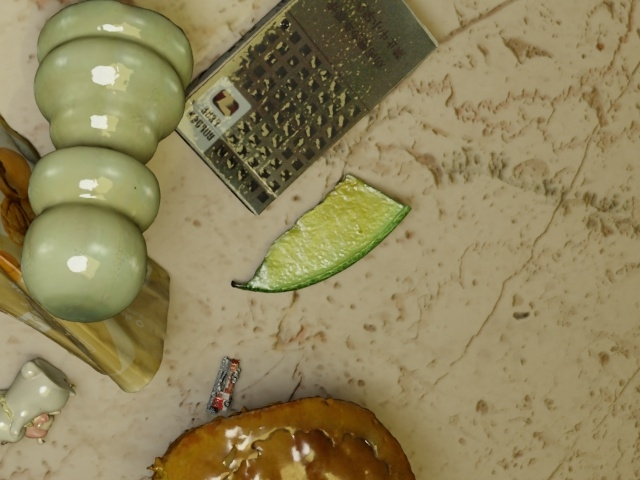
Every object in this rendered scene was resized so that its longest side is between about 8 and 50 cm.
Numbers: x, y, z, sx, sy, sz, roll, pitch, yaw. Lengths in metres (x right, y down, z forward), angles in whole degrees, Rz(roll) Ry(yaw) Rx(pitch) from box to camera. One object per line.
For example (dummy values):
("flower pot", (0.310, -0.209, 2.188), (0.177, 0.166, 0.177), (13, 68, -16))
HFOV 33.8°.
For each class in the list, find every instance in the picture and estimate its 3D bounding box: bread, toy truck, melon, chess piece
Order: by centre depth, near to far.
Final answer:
("chess piece", (-0.235, -0.074, 1.127), (0.182, 0.182, 0.330), (14, 60, -23))
("bread", (-0.056, 0.364, 1.402), (0.358, 0.204, 0.336), (-8, 99, -15))
("melon", (-0.001, 0.000, 1.403), (0.262, 0.053, 0.114), (-33, 108, -8))
("toy truck", (-0.131, 0.199, 1.433), (0.032, 0.024, 0.083), (16, 100, -1))

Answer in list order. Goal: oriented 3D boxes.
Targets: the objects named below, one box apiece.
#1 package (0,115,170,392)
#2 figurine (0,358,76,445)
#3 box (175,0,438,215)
("package", (-0.341, 0.043, 1.232), (0.165, 0.221, 0.311), (-37, 117, 18))
("figurine", (-0.375, 0.228, 1.323), (0.098, 0.081, 0.146), (41, 90, -26))
("box", (-0.023, -0.203, 1.326), (0.325, 0.047, 0.180), (-43, 116, -2))
